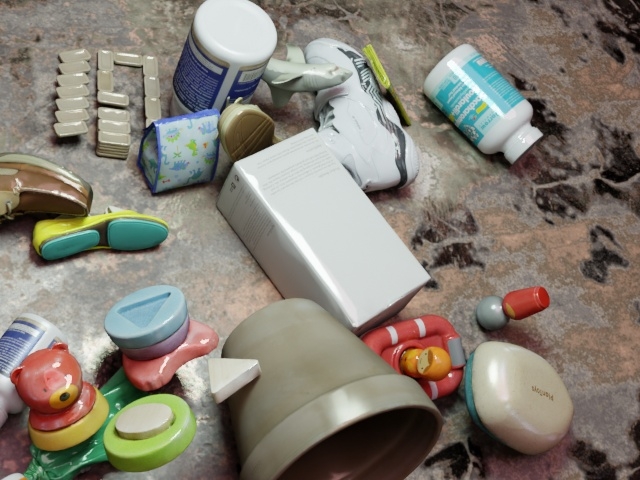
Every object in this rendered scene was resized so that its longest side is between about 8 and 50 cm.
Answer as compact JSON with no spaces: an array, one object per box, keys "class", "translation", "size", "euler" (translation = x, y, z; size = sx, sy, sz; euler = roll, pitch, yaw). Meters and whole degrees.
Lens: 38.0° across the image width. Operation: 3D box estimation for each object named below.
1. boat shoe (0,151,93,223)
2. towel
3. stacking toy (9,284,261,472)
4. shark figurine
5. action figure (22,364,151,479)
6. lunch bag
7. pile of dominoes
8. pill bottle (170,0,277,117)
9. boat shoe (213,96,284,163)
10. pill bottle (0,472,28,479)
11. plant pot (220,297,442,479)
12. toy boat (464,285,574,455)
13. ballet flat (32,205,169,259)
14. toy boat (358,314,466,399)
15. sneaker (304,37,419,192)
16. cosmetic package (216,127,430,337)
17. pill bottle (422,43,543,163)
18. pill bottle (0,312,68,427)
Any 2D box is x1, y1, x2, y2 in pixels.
[{"class":"boat shoe","translation":[-0.542,-0.078,1.530],"size":[0.324,0.122,0.120],"euler":[12,65,0]},{"class":"towel","translation":[0.140,-0.315,1.917],"size":[0.021,0.237,0.102],"euler":[-27,72,9]},{"class":"stacking toy","translation":[-0.269,0.180,1.350],"size":[0.279,0.130,0.309],"euler":[13,41,40]},{"class":"shark figurine","translation":[-0.095,-0.323,1.823],"size":[0.278,0.116,0.166],"euler":[29,45,28]},{"class":"action figure","translation":[-0.353,0.301,1.411],"size":[0.232,0.063,0.137],"euler":[-30,77,-38]},{"class":"lunch bag","translation":[-0.254,-0.172,1.683],"size":[0.129,0.151,0.096],"euler":[-17,61,-29]},{"class":"pile of dominoes","translation":[-0.404,-0.264,1.763],"size":[0.196,0.040,0.251],"euler":[5,51,-20]},{"class":"pill bottle","translation":[-0.190,-0.312,1.727],"size":[0.153,0.265,0.153],"euler":[12,56,-18]},{"class":"boat shoe","translation":[-0.138,-0.193,1.701],"size":[0.089,0.285,0.104],"euler":[43,89,15]},{"class":"pill bottle","translation":[-0.387,0.438,1.278],"size":[0.221,0.121,0.121],"euler":[43,54,6]},{"class":"plant pot","translation":[-0.019,0.254,1.461],"size":[0.323,0.323,0.280],"euler":[-13,50,-29]},{"class":"toy boat","translation":[0.351,0.235,1.706],"size":[0.267,0.148,0.318],"euler":[32,51,-34]},{"class":"ballet flat","translation":[-0.379,-0.023,1.596],"size":[0.231,0.077,0.077],"euler":[-9,46,-25]},{"class":"toy boat","translation":[0.169,0.215,1.614],"size":[0.231,0.151,0.151],"euler":[-12,89,-28]},{"class":"sneaker","translation":[0.028,-0.241,1.854],"size":[0.210,0.137,0.366],"euler":[-23,74,-34]},{"class":"cosmetic package","translation":[0.000,0.000,1.687],"size":[0.197,0.155,0.365],"euler":[-27,75,-32]},{"class":"pill bottle","translation":[0.358,-0.290,2.019],"size":[0.264,0.146,0.146],"euler":[47,54,9]},{"class":"pill bottle","translation":[-0.466,0.201,1.405],"size":[0.094,0.094,0.169],"euler":[32,53,-2]}]
